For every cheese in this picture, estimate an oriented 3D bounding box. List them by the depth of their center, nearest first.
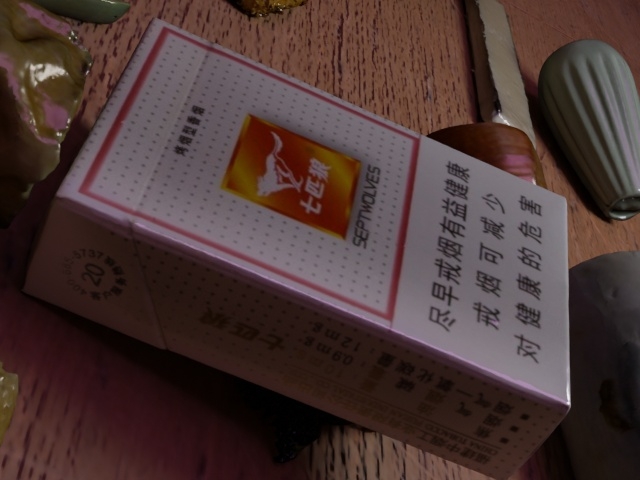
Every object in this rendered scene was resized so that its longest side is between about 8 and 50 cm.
[{"bbox_3d":[0.236,-0.242,1.522,0.085,0.034,0.400,38,30,-24],"label":"cheese"}]

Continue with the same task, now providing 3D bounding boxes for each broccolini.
[{"bbox_3d":[0.037,0.077,0.835,0.271,0.062,0.123,-7,74,-49],"label":"broccolini"}]

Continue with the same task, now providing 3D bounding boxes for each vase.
[{"bbox_3d":[0.369,-0.143,1.484,0.128,0.128,0.248,18,48,-40],"label":"vase"}]

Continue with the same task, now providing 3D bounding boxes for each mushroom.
[{"bbox_3d":[0.293,0.182,0.938,0.126,0.177,0.397,81,1,-49],"label":"mushroom"}]

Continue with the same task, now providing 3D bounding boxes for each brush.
[{"bbox_3d":[-0.218,-0.183,0.858,0.178,0.033,0.030,5,55,-49],"label":"brush"}]

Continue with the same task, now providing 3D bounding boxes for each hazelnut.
[{"bbox_3d":[0.137,-0.035,1.034,0.150,0.150,0.150,32,32,-23],"label":"hazelnut"}]

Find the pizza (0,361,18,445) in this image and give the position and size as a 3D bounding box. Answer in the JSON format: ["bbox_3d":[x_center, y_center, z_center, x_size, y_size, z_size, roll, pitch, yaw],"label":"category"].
[{"bbox_3d":[-0.251,0.094,0.428,0.268,0.087,0.258,32,35,-28],"label":"pizza"}]

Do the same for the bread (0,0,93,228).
[{"bbox_3d":[-0.261,-0.127,0.634,0.267,0.130,0.152,35,-9,-19],"label":"bread"}]

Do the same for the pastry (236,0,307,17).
[{"bbox_3d":[-0.046,-0.271,1.165,0.080,0.056,0.140,33,32,0],"label":"pastry"}]

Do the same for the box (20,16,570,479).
[{"bbox_3d":[0.000,-0.001,0.749,0.330,0.095,0.210,24,40,-9],"label":"box"}]
